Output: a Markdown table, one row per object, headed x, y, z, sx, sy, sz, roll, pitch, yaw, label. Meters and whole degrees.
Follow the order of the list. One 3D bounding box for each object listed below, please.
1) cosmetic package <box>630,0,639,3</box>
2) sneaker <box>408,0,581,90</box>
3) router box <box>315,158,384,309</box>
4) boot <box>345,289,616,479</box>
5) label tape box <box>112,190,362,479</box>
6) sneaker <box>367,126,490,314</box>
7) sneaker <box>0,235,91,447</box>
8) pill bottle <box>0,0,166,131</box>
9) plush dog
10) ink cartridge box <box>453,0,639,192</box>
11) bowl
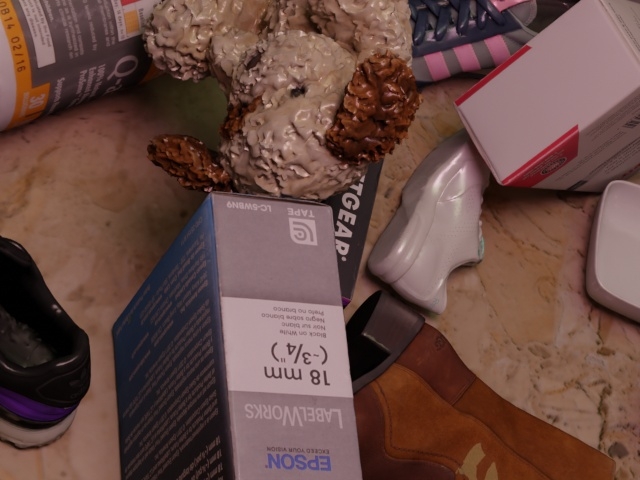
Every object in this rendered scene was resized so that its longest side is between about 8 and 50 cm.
| x | y | z | sx | sy | sz | roll | pitch | yaw | label |
| --- | --- | --- | --- | --- | --- | --- | --- | --- | --- |
| 0.351 | -0.269 | 1.706 | 0.127 | 0.107 | 0.238 | -9 | 63 | -31 | cosmetic package |
| 0.137 | -0.219 | 1.563 | 0.319 | 0.131 | 0.112 | -9 | 67 | -28 | sneaker |
| 0.000 | 0.000 | 1.376 | 0.046 | 0.133 | 0.179 | 22 | 55 | -12 | router box |
| 0.101 | 0.216 | 1.349 | 0.280 | 0.096 | 0.264 | 38 | 46 | -9 | boot |
| -0.067 | 0.168 | 1.187 | 0.106 | 0.240 | 0.333 | 6 | 61 | -23 | label tape box |
| 0.124 | -0.022 | 1.492 | 0.094 | 0.080 | 0.212 | 41 | 59 | -14 | sneaker |
| -0.287 | 0.024 | 1.226 | 0.293 | 0.146 | 0.102 | 38 | 54 | -1 | sneaker |
| -0.203 | -0.204 | 1.383 | 0.278 | 0.162 | 0.162 | -23 | 74 | -32 | pill bottle |
| -0.009 | -0.114 | 1.251 | 0.210 | 0.262 | 0.225 | 49 | 39 | -29 | plush dog |
| 0.263 | -0.132 | 1.494 | 0.237 | 0.172 | 0.100 | 0 | 57 | -56 | ink cartridge box |
| 0.320 | 0.024 | 1.555 | 0.142 | 0.053 | 0.142 | 22 | 56 | -11 | bowl |
